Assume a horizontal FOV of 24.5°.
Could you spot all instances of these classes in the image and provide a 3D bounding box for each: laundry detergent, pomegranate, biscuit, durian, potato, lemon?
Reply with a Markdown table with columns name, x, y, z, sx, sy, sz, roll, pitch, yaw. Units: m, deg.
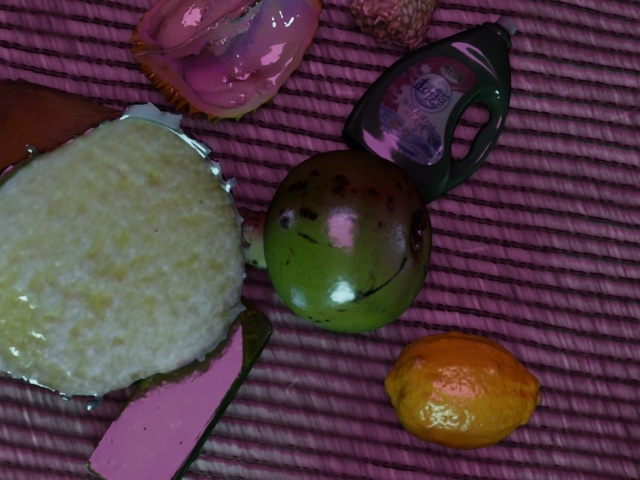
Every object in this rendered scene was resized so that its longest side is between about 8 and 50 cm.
| name | x | y | z | sx | sy | sz | roll | pitch | yaw |
| --- | --- | --- | --- | --- | --- | --- | --- | --- | --- |
| laundry detergent | 0.132 | -0.142 | 1.501 | 0.137 | 0.063 | 0.211 | 45 | 79 | 1 |
| pomegranate | 0.013 | 0.007 | 1.431 | 0.179 | 0.210 | 0.179 | 11 | 71 | -34 |
| biscuit | 0.093 | -0.281 | 1.514 | 0.070 | 0.082 | 0.169 | 20 | 80 | 26 |
| durian | -0.097 | -0.200 | 1.466 | 0.165 | 0.132 | 0.182 | 29 | 69 | -9 |
| potato | -0.246 | -0.021 | 1.385 | 0.300 | 0.237 | 0.289 | -28 | 117 | -19 |
| lemon | 0.139 | 0.145 | 1.428 | 0.155 | 0.114 | 0.114 | 5 | 81 | -6 |

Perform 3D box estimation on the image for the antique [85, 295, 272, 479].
| name | x | y | z | sx | sy | sz | roll | pitch | yaw |
| --- | --- | --- | --- | --- | --- | --- | --- | --- | --- |
| antique | -0.132 | 0.148 | 1.431 | 0.081 | 0.080 | 0.221 | 31 | 81 | 4 |
